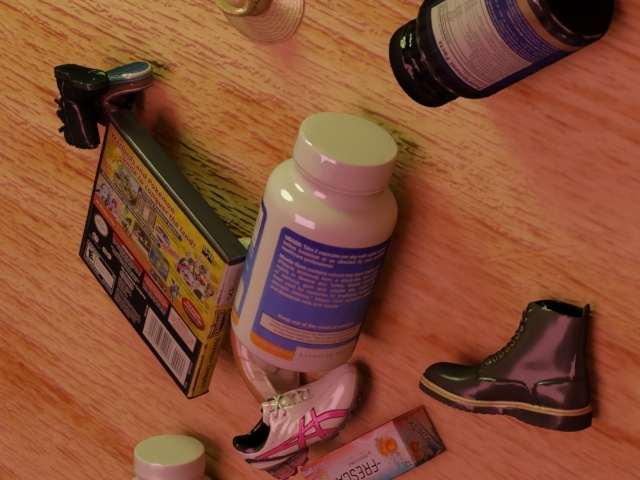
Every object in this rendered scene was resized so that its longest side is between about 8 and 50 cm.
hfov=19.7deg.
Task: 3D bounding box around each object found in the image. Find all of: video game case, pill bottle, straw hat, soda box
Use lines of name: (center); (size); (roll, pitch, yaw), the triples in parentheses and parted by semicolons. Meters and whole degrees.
video game case: (-0.198, 0.017, 2.260); (0.275, 0.035, 0.248); (49, 140, 30)
pill bottle: (0.174, -0.214, 1.838); (0.219, 0.123, 0.123); (-25, 87, 45)
straw hat: (-0.091, -0.286, 2.100); (0.144, 0.061, 0.144); (17, 117, 38)
pill bottle: (-0.194, 0.370, 2.392); (0.124, 0.124, 0.222); (16, 115, 38)
soda box: (0.060, 0.258, 2.162); (0.183, 0.058, 0.063); (-33, 81, 45)
pill bottle: (0.000, 0.000, 2.058); (0.152, 0.152, 0.272); (36, 126, 28)

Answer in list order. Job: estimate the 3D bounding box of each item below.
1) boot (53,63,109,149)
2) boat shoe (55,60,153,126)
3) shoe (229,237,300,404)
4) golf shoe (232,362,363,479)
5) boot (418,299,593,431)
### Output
boot: (-0.287, -0.159, 2.247); (0.121, 0.045, 0.099); (22, 125, 54)
boat shoe: (-0.259, -0.179, 2.300); (0.183, 0.066, 0.066); (-6, 106, 54)
shoe: (-0.068, 0.100, 2.210); (0.058, 0.076, 0.219); (-15, 93, 50)
golf shoe: (-0.025, 0.208, 2.176); (0.186, 0.086, 0.067); (-47, 31, 22)
boot: (0.203, 0.117, 1.978); (0.198, 0.077, 0.137); (9, 107, 27)
